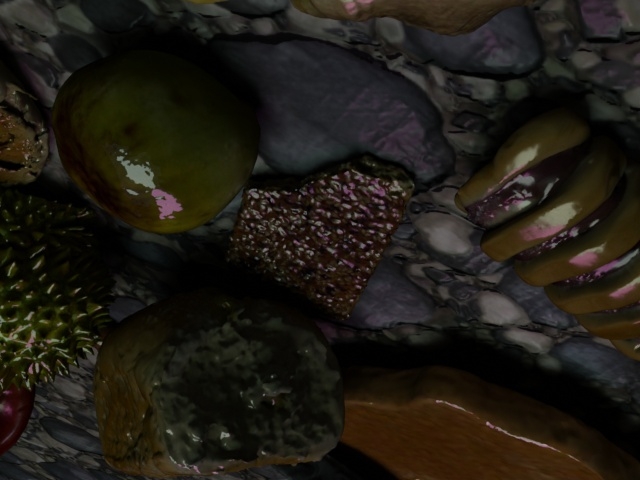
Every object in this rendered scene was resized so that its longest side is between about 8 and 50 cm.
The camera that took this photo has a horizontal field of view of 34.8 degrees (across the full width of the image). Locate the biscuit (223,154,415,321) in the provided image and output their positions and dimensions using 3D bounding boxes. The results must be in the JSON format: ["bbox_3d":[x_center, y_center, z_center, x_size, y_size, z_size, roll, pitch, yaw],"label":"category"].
[{"bbox_3d":[-0.010,-0.006,0.868,0.131,0.026,0.237,21,148,-1],"label":"biscuit"}]

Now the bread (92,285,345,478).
[{"bbox_3d":[-0.099,0.129,0.965,0.195,0.176,0.246,-5,173,-30],"label":"bread"}]

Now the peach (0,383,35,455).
[{"bbox_3d":[-0.542,0.187,1.300,0.362,0.201,0.257,12,147,16],"label":"peach"}]

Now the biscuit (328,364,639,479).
[{"bbox_3d":[0.171,0.233,1.065,0.385,0.062,0.365,36,151,-21],"label":"biscuit"}]

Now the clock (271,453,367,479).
[{"bbox_3d":[0.001,0.275,1.179,0.226,0.049,0.226,32,168,8],"label":"clock"}]

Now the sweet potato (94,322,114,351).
[{"bbox_3d":[-0.218,0.175,1.227,0.078,0.058,0.255,26,149,34],"label":"sweet potato"}]

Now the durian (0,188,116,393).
[{"bbox_3d":[-0.307,0.058,0.998,0.200,0.176,0.237,-2,158,-44],"label":"durian"}]

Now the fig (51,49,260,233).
[{"bbox_3d":[-0.125,-0.071,0.753,0.153,0.120,0.136,24,152,-4],"label":"fig"}]

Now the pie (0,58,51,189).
[{"bbox_3d":[-0.361,-0.125,0.878,0.274,0.055,0.274,14,151,8],"label":"pie"}]

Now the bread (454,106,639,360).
[{"bbox_3d":[0.192,0.004,0.713,0.225,0.081,0.134,33,147,-18],"label":"bread"}]

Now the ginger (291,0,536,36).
[{"bbox_3d":[0.075,-0.163,0.545,0.137,0.074,0.213,27,141,-22],"label":"ginger"}]

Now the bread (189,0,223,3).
[{"bbox_3d":[-0.133,-0.221,0.566,0.245,0.102,0.094,24,154,0],"label":"bread"}]
